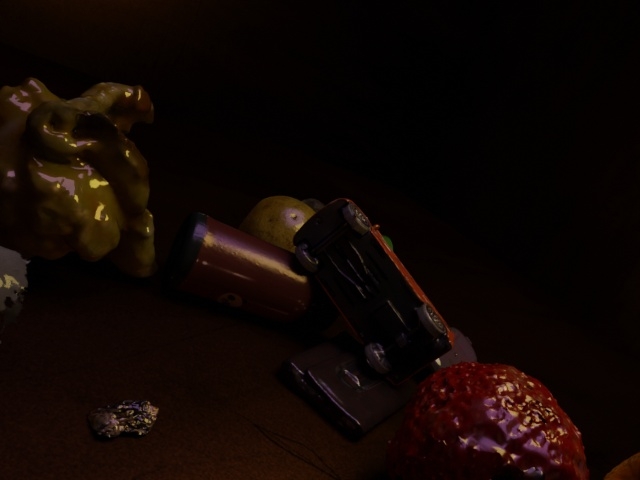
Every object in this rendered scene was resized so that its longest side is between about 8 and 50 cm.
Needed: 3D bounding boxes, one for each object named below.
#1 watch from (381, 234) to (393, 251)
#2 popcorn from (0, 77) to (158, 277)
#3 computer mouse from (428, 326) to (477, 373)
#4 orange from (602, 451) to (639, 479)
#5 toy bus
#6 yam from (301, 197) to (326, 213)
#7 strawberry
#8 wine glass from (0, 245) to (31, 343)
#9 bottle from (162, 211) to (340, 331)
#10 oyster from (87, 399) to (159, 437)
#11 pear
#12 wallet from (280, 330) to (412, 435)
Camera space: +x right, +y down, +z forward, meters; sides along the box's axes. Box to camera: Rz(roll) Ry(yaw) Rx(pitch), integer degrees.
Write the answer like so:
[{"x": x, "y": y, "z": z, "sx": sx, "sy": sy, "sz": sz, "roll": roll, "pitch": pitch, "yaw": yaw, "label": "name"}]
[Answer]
[{"x": 0.134, "y": 0.057, "z": 1.455, "sx": 0.131, "sy": 0.152, "sz": 0.165, "roll": 23, "pitch": 15, "yaw": -26, "label": "watch"}, {"x": -0.402, "y": -0.089, "z": 0.865, "sx": 0.290, "sy": 0.321, "sz": 0.325, "roll": -4, "pitch": 14, "yaw": -31, "label": "popcorn"}, {"x": 0.278, "y": 0.258, "z": 1.189, "sx": 0.120, "sy": 0.057, "sz": 0.232, "roll": 56, "pitch": 26, "yaw": 9, "label": "computer mouse"}, {"x": 0.556, "y": 0.435, "z": 0.853, "sx": 0.183, "sy": 0.249, "sz": 0.249, "roll": 51, "pitch": 23, "yaw": 18, "label": "orange"}, {"x": 0.098, "y": 0.083, "z": 1.003, "sx": 0.329, "sy": 0.143, "sz": 0.153, "roll": 54, "pitch": 18, "yaw": 11, "label": "toy bus"}, {"x": 0.000, "y": 0.000, "z": 1.417, "sx": 0.154, "sy": 0.154, "sz": 0.254, "roll": 16, "pitch": 19, "yaw": -35, "label": "yam"}, {"x": 0.214, "y": 0.272, "z": 0.722, "sx": 0.238, "sy": 0.250, "sz": 0.288, "roll": 26, "pitch": 38, "yaw": 5, "label": "strawberry"}, {"x": -0.463, "y": 0.044, "z": 0.528, "sx": 0.321, "sy": 0.143, "sz": 0.143, "roll": 9, "pitch": 24, "yaw": -50, "label": "wine glass"}, {"x": -0.112, "y": 0.074, "z": 1.029, "sx": 0.336, "sy": 0.144, "sz": 0.144, "roll": 24, "pitch": 16, "yaw": -22, "label": "bottle"}, {"x": -0.225, "y": 0.203, "z": 0.639, "sx": 0.083, "sy": 0.019, "sz": 0.054, "roll": 11, "pitch": 23, "yaw": -46, "label": "oyster"}, {"x": -0.076, "y": 0.008, "z": 1.189, "sx": 0.197, "sy": 0.197, "sz": 0.197, "roll": 26, "pitch": 16, "yaw": -8, "label": "pear"}, {"x": 0.052, "y": 0.238, "z": 0.943, "sx": 0.182, "sy": 0.049, "sz": 0.229, "roll": 38, "pitch": 20, "yaw": 23, "label": "wallet"}]
